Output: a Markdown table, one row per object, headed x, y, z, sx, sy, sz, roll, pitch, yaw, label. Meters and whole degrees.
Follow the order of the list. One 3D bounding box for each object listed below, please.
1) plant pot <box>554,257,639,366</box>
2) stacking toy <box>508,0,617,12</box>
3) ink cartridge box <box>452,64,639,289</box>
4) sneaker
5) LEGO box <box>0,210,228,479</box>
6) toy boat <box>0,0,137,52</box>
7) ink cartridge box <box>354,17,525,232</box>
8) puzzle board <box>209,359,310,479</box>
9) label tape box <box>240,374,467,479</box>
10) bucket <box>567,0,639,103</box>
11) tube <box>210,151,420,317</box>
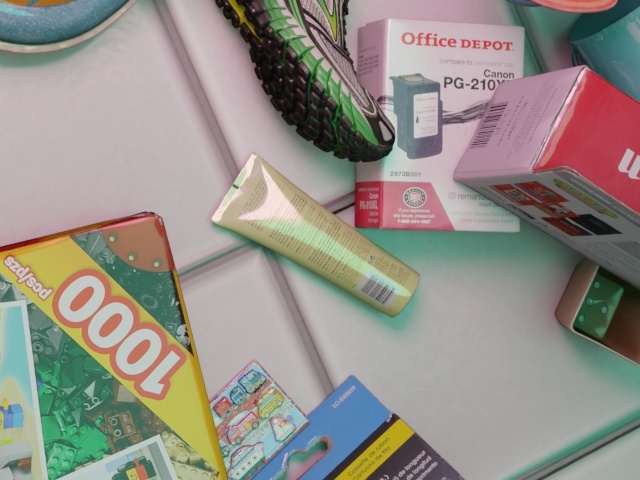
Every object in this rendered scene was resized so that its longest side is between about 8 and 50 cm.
| x | y | z | sx | sy | sz | roll | pitch | yaw | label |
| --- | --- | --- | --- | --- | --- | --- | --- | --- | --- |
| 0.339 | 0.076 | 1.731 | 0.109 | 0.096 | 0.109 | 27 | 84 | -16 | plant pot |
| 0.298 | -0.389 | 1.531 | 0.279 | 0.130 | 0.309 | 5 | 96 | -6 | stacking toy |
| 0.340 | -0.048 | 1.535 | 0.309 | 0.272 | 0.130 | 30 | 82 | -16 | ink cartridge box |
| -0.008 | -0.242 | 1.581 | 0.146 | 0.134 | 0.344 | -27 | 84 | -18 | sneaker |
| -0.287 | 0.251 | 1.489 | 0.372 | 0.193 | 0.500 | -15 | 95 | -9 | LEGO box |
| -0.311 | -0.349 | 1.487 | 0.267 | 0.148 | 0.318 | -44 | 103 | -10 | toy boat |
| 0.135 | -0.130 | 1.665 | 0.171 | 0.100 | 0.237 | 1 | 91 | -17 | ink cartridge box |
| -0.088 | 0.213 | 1.651 | 0.128 | 0.011 | 0.096 | -43 | 95 | -11 | puzzle board |
| 0.071 | 0.352 | 1.634 | 0.240 | 0.106 | 0.333 | -41 | 60 | -11 | label tape box |
| 0.429 | -0.233 | 1.664 | 0.281 | 0.281 | 0.183 | -42 | 100 | -11 | bucket |
| 0.000 | 0.000 | 1.657 | 0.240 | 0.062 | 0.070 | 32 | 41 | -10 | tube |
